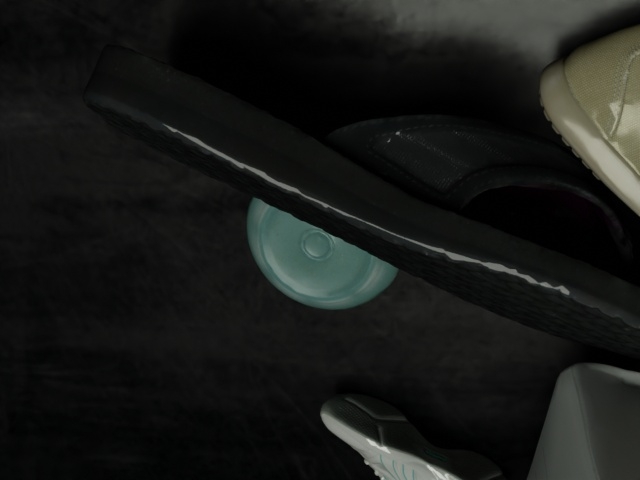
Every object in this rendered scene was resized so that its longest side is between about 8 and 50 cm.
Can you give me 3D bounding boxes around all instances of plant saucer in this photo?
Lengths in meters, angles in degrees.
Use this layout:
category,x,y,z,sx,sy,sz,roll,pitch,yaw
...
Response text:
category,x,y,z,sx,sy,sz,roll,pitch,yaw
plant saucer,0.000,0.000,0.924,0.119,0.021,0.119,7,115,15

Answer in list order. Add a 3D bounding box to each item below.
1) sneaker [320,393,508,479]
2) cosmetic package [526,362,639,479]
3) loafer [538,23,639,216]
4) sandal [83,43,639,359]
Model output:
category,x,y,z,sx,sy,sz,roll,pitch,yaw
sneaker,0.062,0.170,0.961,0.152,0.054,0.061,30,121,2
cosmetic package,0.271,0.342,0.781,0.329,0.327,0.394,10,117,-4
loafer,0.251,-0.028,0.788,0.268,0.102,0.092,44,124,-4
sandal,0.069,-0.037,0.813,0.445,0.167,0.107,25,85,0
